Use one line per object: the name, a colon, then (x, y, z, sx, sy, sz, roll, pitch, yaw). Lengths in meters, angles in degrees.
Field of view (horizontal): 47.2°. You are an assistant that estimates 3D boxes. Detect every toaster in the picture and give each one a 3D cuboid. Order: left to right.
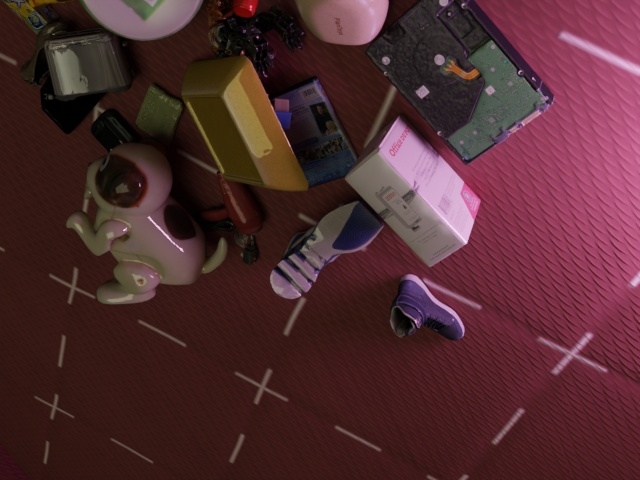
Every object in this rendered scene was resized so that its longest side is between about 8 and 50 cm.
toaster: (-0.577, -0.433, 1.792, 0.227, 0.129, 0.146, -10, 116, -5)

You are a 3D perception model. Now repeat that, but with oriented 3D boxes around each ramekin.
ramekin: (-0.378, -0.573, 1.540, 0.303, 0.148, 0.303, -5, 125, -8)

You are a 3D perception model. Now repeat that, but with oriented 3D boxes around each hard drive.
hard drive: (0.289, -0.349, 1.531, 0.339, 0.064, 0.237, 46, 129, -9)

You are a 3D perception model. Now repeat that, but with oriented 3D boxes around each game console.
game console: (-0.593, -0.309, 1.973, 0.213, 0.044, 0.361, -32, 105, 38)

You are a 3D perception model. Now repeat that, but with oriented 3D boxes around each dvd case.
dvd case: (-0.027, -0.253, 1.768, 0.180, 0.022, 0.253, -15, 115, 33)

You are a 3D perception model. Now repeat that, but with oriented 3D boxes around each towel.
towel: (-0.416, -0.324, 1.891, 0.110, 0.027, 0.148, 33, 131, 2)

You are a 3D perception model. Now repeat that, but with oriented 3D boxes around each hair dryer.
hair dryer: (-0.259, -0.067, 1.964, 0.223, 0.080, 0.293, 22, 128, 10)

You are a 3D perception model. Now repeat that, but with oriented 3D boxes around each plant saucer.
plant saucer: (-0.199, -0.252, 1.700, 0.333, 0.081, 0.333, 15, 136, 57)

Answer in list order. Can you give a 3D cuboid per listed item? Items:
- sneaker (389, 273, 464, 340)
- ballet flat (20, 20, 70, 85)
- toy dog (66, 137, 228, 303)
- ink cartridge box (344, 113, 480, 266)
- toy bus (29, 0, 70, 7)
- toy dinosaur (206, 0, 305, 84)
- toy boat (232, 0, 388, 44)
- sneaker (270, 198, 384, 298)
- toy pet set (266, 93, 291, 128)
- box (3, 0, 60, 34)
sneaker: (0.268, 0.213, 1.868, 0.226, 0.163, 0.086, 43, 127, -10)
ballet flat: (-0.703, -0.472, 1.877, 0.250, 0.084, 0.058, -33, 75, 41)
toy dog: (-0.465, -0.058, 1.901, 0.395, 0.284, 0.408, 7, 131, 21)
ink cartridge box: (0.212, -0.115, 1.635, 0.283, 0.207, 0.117, 46, 127, -9)
toy bus: (-0.653, -0.660, 1.707, 0.211, 0.149, 0.220, 4, 123, 41)
toy dinosaur: (-0.181, -0.444, 1.624, 0.218, 0.164, 0.322, 15, 159, 36)
toy boat: (-0.019, -0.509, 1.464, 0.318, 0.148, 0.267, 9, 169, 5)
sneaker: (-0.001, 0.001, 1.870, 0.315, 0.182, 0.127, -39, 105, 8)
toy pet set: (-0.130, -0.292, 1.703, 0.114, 0.065, 0.122, 3, 172, -11)
box: (-0.738, -0.597, 1.825, 0.169, 0.059, 0.054, 45, 128, -10)
